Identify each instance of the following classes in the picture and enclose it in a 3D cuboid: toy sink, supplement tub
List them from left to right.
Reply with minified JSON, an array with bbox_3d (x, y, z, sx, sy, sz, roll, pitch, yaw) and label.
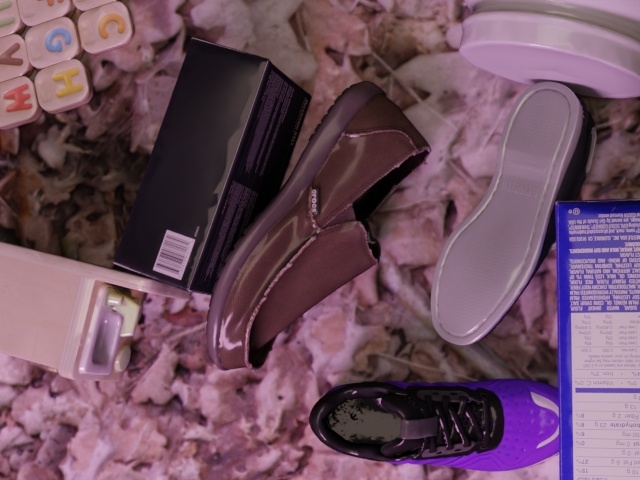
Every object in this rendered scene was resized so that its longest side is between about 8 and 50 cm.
[{"bbox_3d":[-0.289,0.088,1.506,0.234,0.153,0.131,13,87,14],"label":"toy sink"},{"bbox_3d":[0.280,-0.336,1.363,0.241,0.241,0.331,12,87,15],"label":"supplement tub"}]

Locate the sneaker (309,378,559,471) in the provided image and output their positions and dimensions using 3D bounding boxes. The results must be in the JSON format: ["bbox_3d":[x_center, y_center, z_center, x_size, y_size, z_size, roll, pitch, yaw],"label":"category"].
[{"bbox_3d":[0.125,0.200,1.391,0.293,0.146,0.102,-3,83,14],"label":"sneaker"}]

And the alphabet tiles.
[{"bbox_3d":[-0.377,-0.290,1.637,0.278,0.021,0.284,-15,80,12],"label":"alphabet tiles"}]

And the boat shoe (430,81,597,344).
[{"bbox_3d":[0.220,-0.020,1.420,0.114,0.091,0.302,30,94,35],"label":"boat shoe"}]

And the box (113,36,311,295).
[{"bbox_3d":[-0.116,-0.073,1.463,0.103,0.184,0.261,19,88,18],"label":"box"}]

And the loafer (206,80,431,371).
[{"bbox_3d":[0.000,0.000,1.451,0.130,0.134,0.366,32,92,15],"label":"loafer"}]

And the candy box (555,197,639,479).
[{"bbox_3d":[0.307,0.131,1.291,0.122,0.268,0.317,-1,84,18],"label":"candy box"}]
